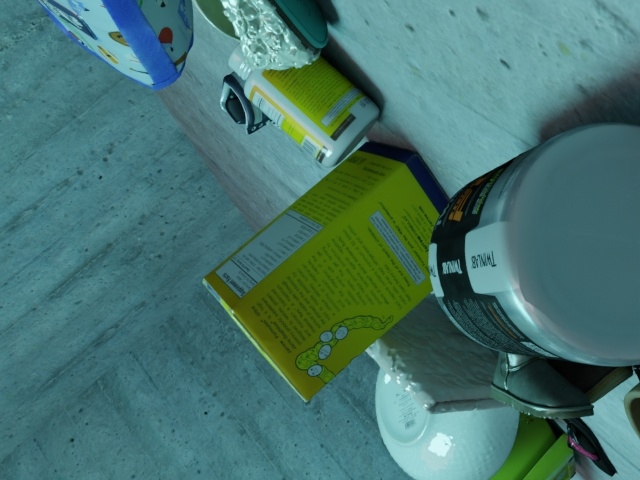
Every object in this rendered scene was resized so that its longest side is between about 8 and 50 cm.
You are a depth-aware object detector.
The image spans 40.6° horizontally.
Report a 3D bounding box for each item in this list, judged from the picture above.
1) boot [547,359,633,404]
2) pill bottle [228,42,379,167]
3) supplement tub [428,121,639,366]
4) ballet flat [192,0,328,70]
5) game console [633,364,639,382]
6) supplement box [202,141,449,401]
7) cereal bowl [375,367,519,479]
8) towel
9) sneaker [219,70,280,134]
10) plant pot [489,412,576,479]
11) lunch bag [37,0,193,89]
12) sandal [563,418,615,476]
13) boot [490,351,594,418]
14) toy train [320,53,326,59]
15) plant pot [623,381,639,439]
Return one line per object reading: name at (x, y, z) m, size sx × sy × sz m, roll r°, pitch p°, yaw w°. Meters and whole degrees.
boot at (0.303, 0.124, 1.169) m, size 0.207 × 0.090 × 0.248 m, roll 58°, pitch 169°, yaw 8°
pill bottle at (-0.027, -0.214, 1.249) m, size 0.215 × 0.117 × 0.117 m, roll 42°, pitch 172°, yaw 3°
supplement tub at (0.213, 0.014, 0.805) m, size 0.193 × 0.193 × 0.316 m, roll 49°, pitch 171°, yaw 0°
ballet flat at (-0.135, -0.359, 1.048) m, size 0.147 × 0.147 × 0.409 m, roll 39°, pitch 168°, yaw 51°
game console at (0.416, 0.160, 1.041) m, size 0.107 × 0.071 × 0.122 m, roll 2°, pitch 141°, yaw 37°
supplement box at (0.028, 0.038, 1.339) m, size 0.195 × 0.356 × 0.194 m, roll 53°, pitch 172°, yaw -22°
cereal bowl at (0.213, 0.310, 1.667) m, size 0.141 × 0.339 × 0.339 m, roll 7°, pitch -161°, yaw -33°
towel at (0.204, 0.173, 1.466) m, size 0.317 × 0.053 × 0.332 m, roll 3°, pitch -156°, yaw -34°
sneaker at (-0.062, -0.205, 1.422) m, size 0.099 × 0.153 × 0.282 m, roll 44°, pitch 170°, yaw 39°
plant pot at (0.398, 0.458, 1.805) m, size 0.207 × 0.227 × 0.228 m, roll 38°, pitch 168°, yaw 31°
lunch bag at (-0.315, -0.427, 1.169) m, size 0.328 × 0.239 × 0.385 m, roll 68°, pitch 178°, yaw -74°
sandal at (0.486, 0.383, 1.594) m, size 0.179 × 0.040 × 0.067 m, roll 53°, pitch 172°, yaw -22°
boot at (0.271, 0.110, 1.096) m, size 0.189 × 0.076 × 0.209 m, roll 7°, pitch 94°, yaw 61°
toy train at (0.003, -0.264, 1.292) m, size 0.083 × 0.017 × 0.024 m, roll 48°, pitch 161°, yaw 9°
plant pot at (0.424, 0.202, 0.840) m, size 0.237 × 0.110 × 0.237 m, roll 47°, pitch 172°, yaw 9°
